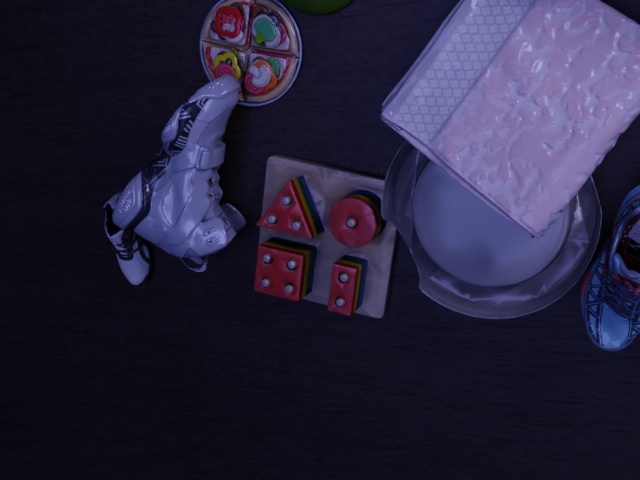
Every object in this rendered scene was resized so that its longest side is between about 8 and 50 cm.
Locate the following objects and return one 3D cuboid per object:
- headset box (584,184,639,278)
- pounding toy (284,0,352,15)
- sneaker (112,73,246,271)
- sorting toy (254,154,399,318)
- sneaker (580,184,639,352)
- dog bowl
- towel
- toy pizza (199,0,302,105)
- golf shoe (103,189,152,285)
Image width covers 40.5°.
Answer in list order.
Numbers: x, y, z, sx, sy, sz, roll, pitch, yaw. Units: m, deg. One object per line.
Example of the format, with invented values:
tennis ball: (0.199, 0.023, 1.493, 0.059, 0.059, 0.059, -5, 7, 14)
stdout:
headset box: (0.554, 0.006, 1.303, 0.218, 0.110, 0.293, 32, 114, 12)
pounding toy: (-0.011, -0.482, 1.400, 0.183, 0.110, 0.236, 28, 114, 13)
sneaker: (-0.206, -0.113, 1.573, 0.210, 0.137, 0.365, 38, 113, -3)
sorting toy: (0.000, 0.000, 1.544, 0.257, 0.089, 0.255, 14, 109, 19)
sneaker: (0.430, 0.047, 1.235, 0.104, 0.125, 0.261, 17, 110, 20)
dog bowl: (0.278, -0.053, 1.407, 0.349, 0.102, 0.348, 6, 107, 20)
towel: (0.296, -0.224, 1.277, 0.317, 0.053, 0.331, 39, 101, 16)
toy pizza: (-0.129, -0.337, 1.533, 0.201, 0.032, 0.201, 6, 107, 21)
golf shoe: (-0.389, 0.003, 1.705, 0.077, 0.094, 0.198, -2, 105, 22)
